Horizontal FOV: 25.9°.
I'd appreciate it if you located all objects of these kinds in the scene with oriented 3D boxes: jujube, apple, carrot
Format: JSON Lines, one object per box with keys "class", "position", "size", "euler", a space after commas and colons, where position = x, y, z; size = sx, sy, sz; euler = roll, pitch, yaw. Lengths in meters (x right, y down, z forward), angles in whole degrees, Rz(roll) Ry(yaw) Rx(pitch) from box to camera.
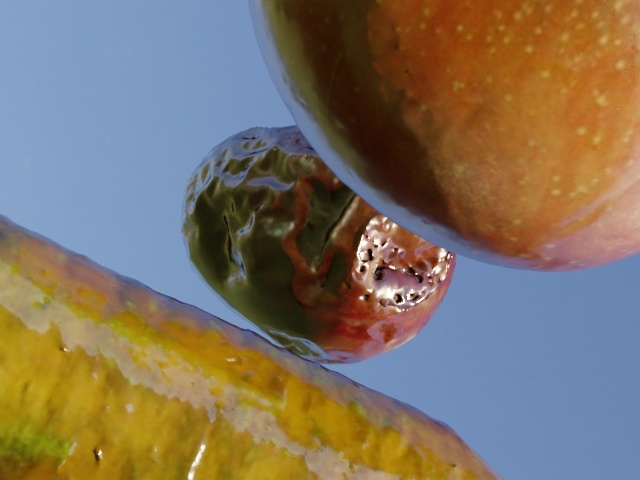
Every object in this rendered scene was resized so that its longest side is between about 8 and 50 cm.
{"class": "jujube", "position": [0.000, 0.000, 1.106], "size": [0.243, 0.183, 0.183], "euler": [19, -60, 53]}
{"class": "apple", "position": [0.073, -0.095, 0.477], "size": [0.201, 0.201, 0.162], "euler": [51, -22, 15]}
{"class": "carrot", "position": [-0.057, 0.075, 0.491], "size": [0.301, 0.114, 0.114], "euler": [27, -48, -9]}
